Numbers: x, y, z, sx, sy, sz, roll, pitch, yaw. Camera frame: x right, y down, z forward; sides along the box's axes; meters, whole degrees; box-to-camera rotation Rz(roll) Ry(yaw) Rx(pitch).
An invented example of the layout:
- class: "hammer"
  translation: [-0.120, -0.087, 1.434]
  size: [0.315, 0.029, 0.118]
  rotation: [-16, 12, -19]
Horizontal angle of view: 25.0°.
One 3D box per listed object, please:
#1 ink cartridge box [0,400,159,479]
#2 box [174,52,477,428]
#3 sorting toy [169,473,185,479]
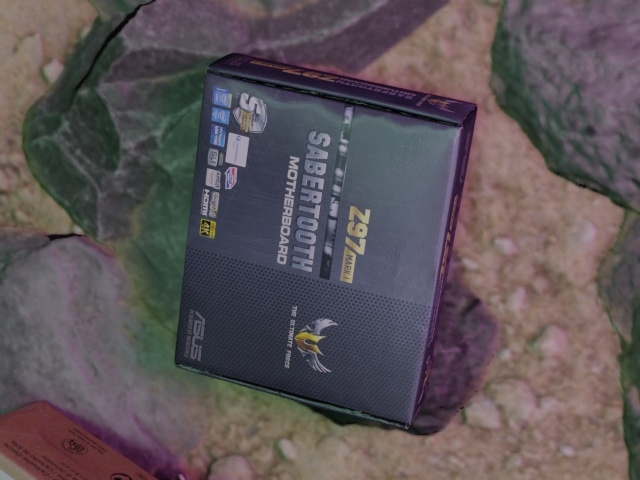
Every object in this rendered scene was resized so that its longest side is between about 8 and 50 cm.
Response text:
- class: "ink cartridge box"
  translation: [-0.182, 0.267, 1.116]
  size: [0.234, 0.088, 0.193]
  rotation: [27, 115, 28]
- class: "box"
  translation: [0.000, 0.000, 1.012]
  size: [0.183, 0.059, 0.233]
  rotation: [14, 113, 12]
- class: "sorting toy"
  translation: [-0.115, 0.224, 1.141]
  size: [0.083, 0.045, 0.075]
  rotation: [-19, 89, 38]
